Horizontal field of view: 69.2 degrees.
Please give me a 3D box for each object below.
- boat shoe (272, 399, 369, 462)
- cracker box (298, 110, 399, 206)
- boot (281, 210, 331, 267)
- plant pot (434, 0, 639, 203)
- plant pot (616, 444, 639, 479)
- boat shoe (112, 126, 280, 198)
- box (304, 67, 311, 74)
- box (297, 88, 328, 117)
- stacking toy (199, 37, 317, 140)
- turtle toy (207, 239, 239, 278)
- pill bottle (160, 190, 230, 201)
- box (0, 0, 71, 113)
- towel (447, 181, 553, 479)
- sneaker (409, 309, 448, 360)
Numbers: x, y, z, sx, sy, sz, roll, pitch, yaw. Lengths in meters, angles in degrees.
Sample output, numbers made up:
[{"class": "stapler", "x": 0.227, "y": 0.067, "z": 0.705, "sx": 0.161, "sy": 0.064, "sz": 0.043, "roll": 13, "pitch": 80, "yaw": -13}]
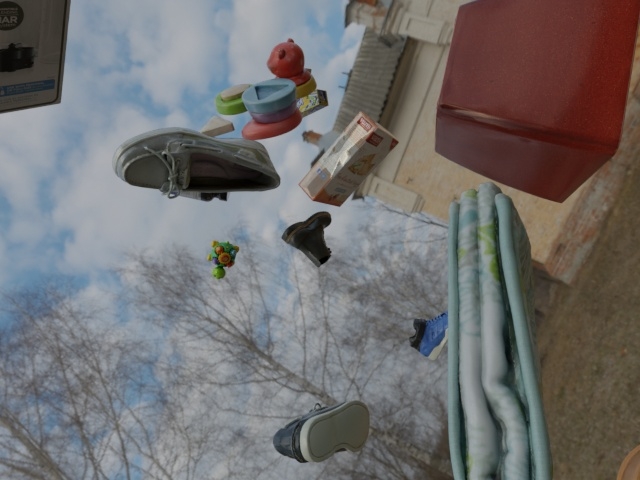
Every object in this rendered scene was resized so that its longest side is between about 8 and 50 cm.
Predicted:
[{"class": "boat shoe", "x": 0.013, "y": 0.340, "z": 0.825, "sx": 0.254, "sy": 0.079, "sz": 0.095, "roll": 12, "pitch": -110, "yaw": -60}, {"class": "cracker box", "x": 0.072, "y": -0.192, "z": 1.146, "sx": 0.232, "sy": 0.067, "sz": 0.156, "roll": -48, "pitch": -22, "yaw": 19}, {"class": "boot", "x": 0.000, "y": 0.000, "z": 1.301, "sx": 0.198, "sy": 0.137, "sz": 0.076, "roll": -31, "pitch": -23, "yaw": -45}, {"class": "plant pot", "x": 0.317, "y": -0.237, "z": 0.744, "sx": 0.267, "sy": 0.236, "sz": 0.267, "roll": 38, "pitch": -115, "yaw": -73}, {"class": "plant pot", "x": 0.768, "y": 0.542, "z": 0.950, "sx": 0.203, "sy": 0.291, "sz": 0.290, "roll": 41, "pitch": -104, "yaw": -44}, {"class": "boat shoe", "x": -0.232, "y": -0.142, "z": 0.911, "sx": 0.321, "sy": 0.103, "sz": 0.118, "roll": -3, "pitch": -46, "yaw": -37}, {"class": "box", "x": -0.087, "y": -0.493, "z": 1.425, "sx": 0.028, "sy": 0.136, "sz": 0.081, "roll": -12, "pitch": -62, "yaw": -45}, {"class": "box", "x": -0.050, "y": -0.499, "z": 1.712, "sx": 0.054, "sy": 0.169, "sz": 0.059, "roll": -7, "pitch": -93, "yaw": -46}, {"class": "stacking toy", "x": -0.169, "y": -0.385, "z": 1.171, "sx": 0.308, "sy": 0.280, "sz": 0.130, "roll": -80, "pitch": -19, "yaw": -47}, {"class": "turtle toy", "x": -0.320, "y": 0.063, "z": 1.517, "sx": 0.095, "sy": 0.066, "sz": 0.130, "roll": 14, "pitch": -75, "yaw": -23}, {"class": "pill bottle", "x": -0.404, "y": -0.194, "z": 1.513, "sx": 0.123, "sy": 0.219, "sz": 0.122, "roll": -169, "pitch": 90, "yaw": -84}, {"class": "box", "x": -0.300, "y": -0.277, "z": 0.399, "sx": 0.087, "sy": 0.169, "sz": 0.290, "roll": -34, "pitch": -17, "yaw": -47}, {"class": "towel", "x": 0.233, "y": 0.159, "z": 0.578, "sx": 0.320, "sy": 0.090, "sz": 0.374, "roll": 47, "pitch": -136, "yaw": -50}, {"class": "sneaker", "x": 0.257, "y": 0.188, "z": 1.051, "sx": 0.152, "sy": 0.085, "sz": 0.058, "roll": -63, "pitch": -11, "yaw": 10}]
